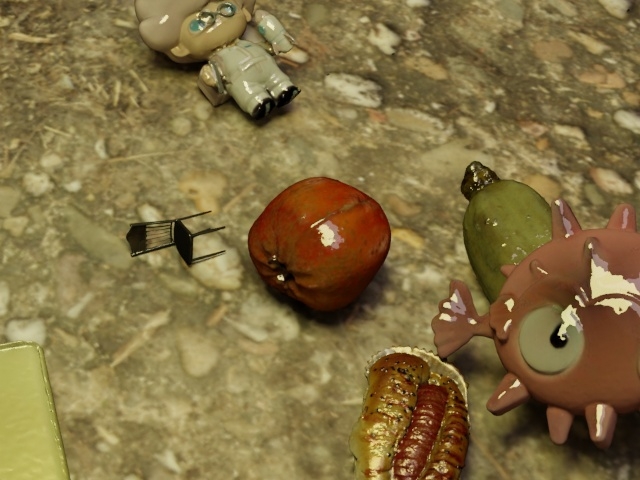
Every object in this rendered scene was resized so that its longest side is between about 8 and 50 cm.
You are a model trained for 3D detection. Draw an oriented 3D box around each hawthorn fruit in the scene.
[{"bbox_3d":[0.000,0.000,1.373,0.128,0.128,0.128,3,49,-3],"label":"hawthorn fruit"}]

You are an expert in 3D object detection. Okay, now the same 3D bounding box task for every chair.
[{"bbox_3d":[-0.131,0.000,1.408,0.086,0.037,0.042,-13,40,-21],"label":"chair"}]

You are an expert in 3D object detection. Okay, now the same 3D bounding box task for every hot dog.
[{"bbox_3d":[0.074,0.167,1.271,0.099,0.053,0.192,7,46,6],"label":"hot dog"}]

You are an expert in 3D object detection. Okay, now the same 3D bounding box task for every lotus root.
[{"bbox_3d":[0.179,0.007,1.402,0.090,0.077,0.183,-17,56,-12],"label":"lotus root"}]

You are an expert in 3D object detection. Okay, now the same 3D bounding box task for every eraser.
[{"bbox_3d":[-0.267,0.170,1.233,0.117,0.058,0.172,-10,51,-13],"label":"eraser"}]

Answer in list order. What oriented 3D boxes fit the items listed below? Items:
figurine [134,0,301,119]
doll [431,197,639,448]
[{"bbox_3d":[-0.111,-0.215,1.555,0.137,0.112,0.229,-34,73,-20],"label":"figurine"},{"bbox_3d":[0.221,0.068,1.278,0.262,0.093,0.211,4,75,22],"label":"doll"}]
